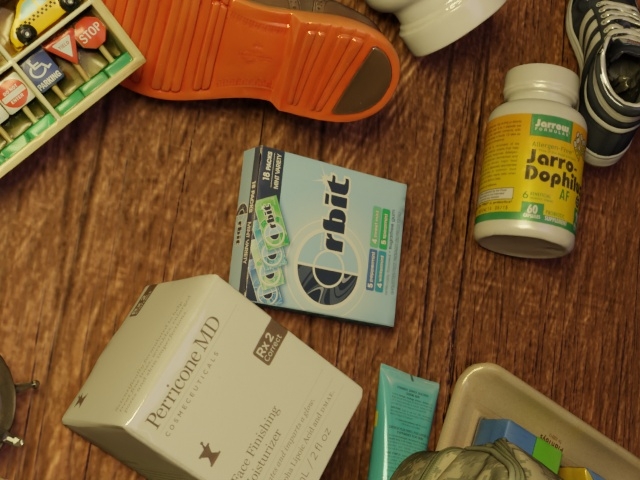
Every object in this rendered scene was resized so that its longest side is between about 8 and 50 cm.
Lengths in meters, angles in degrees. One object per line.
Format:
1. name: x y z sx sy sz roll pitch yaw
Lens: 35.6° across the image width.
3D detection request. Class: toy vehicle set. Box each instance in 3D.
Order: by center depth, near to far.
1. toy vehicle set: -0.297 -0.132 0.812 0.267 0.035 0.166 -43 108 -14

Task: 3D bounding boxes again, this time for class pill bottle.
1. pill bottle: 0.082 -0.339 1.055 0.153 0.153 0.264 -44 109 -29
2. pill bottle: 0.247 -0.092 1.159 0.118 0.117 0.208 17 75 -31

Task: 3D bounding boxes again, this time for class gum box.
1. gum box: 0.000 0.000 1.030 0.184 0.041 0.157 12 78 -33

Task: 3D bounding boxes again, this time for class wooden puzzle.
1. wooden puzzle: 0.242 0.357 1.127 0.322 0.080 0.347 34 68 -26

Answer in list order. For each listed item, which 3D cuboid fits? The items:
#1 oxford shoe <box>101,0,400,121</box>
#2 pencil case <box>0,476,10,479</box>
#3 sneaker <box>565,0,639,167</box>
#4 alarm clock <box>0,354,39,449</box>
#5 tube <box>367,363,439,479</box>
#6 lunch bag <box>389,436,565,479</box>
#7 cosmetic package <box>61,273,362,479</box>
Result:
1. oxford shoe: -0.107 -0.209 0.955 0.364 0.132 0.130 15 120 -20
2. pencil case: -0.330 0.340 0.705 0.160 0.167 0.386 45 59 12
3. sneaker: 0.363 -0.245 1.205 0.099 0.153 0.282 7 69 0
4. alarm clock: -0.328 0.124 0.790 0.192 0.064 0.129 30 69 -24
5. tube: 0.080 0.241 1.056 0.080 0.052 0.207 23 68 -31
6. lunch bag: 0.201 0.331 0.904 0.305 0.256 0.212 39 67 -6
7. cosmetic package: -0.096 0.146 0.883 0.184 0.151 0.151 40 64 -23
